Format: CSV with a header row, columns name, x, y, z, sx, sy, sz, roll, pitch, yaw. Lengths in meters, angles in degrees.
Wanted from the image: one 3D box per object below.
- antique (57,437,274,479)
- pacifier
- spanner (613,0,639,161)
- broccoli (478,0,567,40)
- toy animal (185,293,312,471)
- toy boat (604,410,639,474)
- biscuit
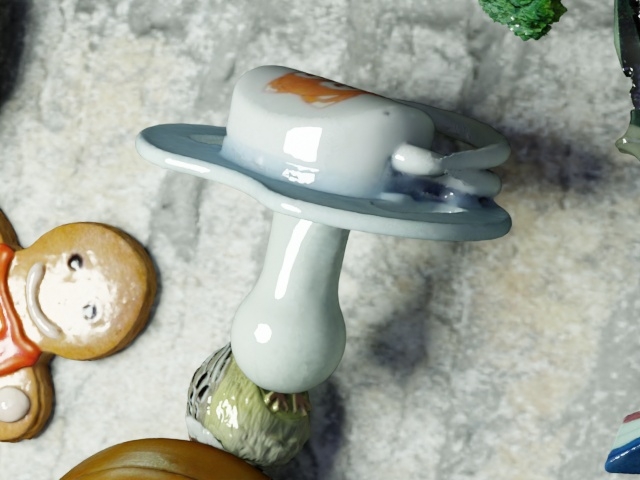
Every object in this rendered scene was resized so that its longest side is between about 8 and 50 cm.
name,x,y,z,sx,sy,sz,roll,pitch,yaw
antique,-0.091,0.263,1.412,0.278,0.129,0.223,34,118,5
pacifier,0.000,0.000,1.396,0.299,0.244,0.233,23,103,43
spanner,0.276,-0.053,1.417,0.096,0.040,0.324,-19,75,13
broccoli,0.205,-0.275,1.388,0.269,0.269,0.254,43,130,15
toy animal,-0.063,0.117,1.470,0.098,0.098,0.137,-21,64,12
toy boat,0.318,0.134,1.380,0.229,0.080,0.046,-10,47,16
biscuit,-0.288,0.068,1.555,0.324,0.049,0.205,-13,80,11
